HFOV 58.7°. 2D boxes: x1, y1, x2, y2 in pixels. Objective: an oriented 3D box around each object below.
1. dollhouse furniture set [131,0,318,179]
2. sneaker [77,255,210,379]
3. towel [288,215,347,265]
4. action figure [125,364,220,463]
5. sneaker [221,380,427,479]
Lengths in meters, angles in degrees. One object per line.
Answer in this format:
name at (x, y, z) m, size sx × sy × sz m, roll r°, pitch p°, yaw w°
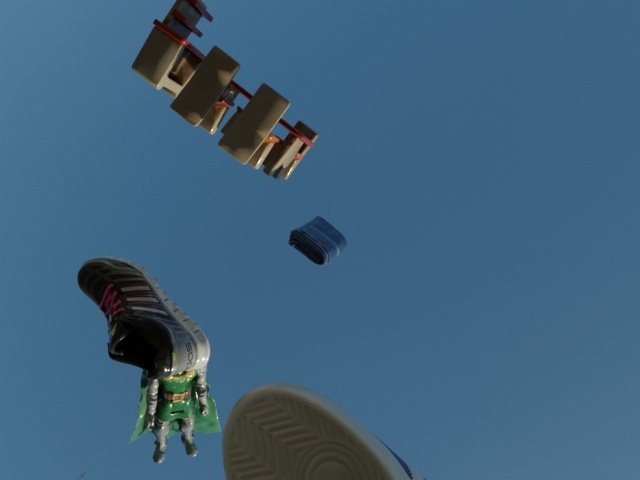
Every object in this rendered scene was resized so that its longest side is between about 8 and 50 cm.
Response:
dollhouse furniture set at (-0.116, -0.211, 0.789) m, size 0.259 × 0.262 × 0.135 m, roll 38°, pitch -84°, yaw 5°
sneaker at (-0.191, 0.077, 0.569) m, size 0.170 × 0.075 × 0.063 m, roll 39°, pitch -66°, yaw 13°
towel at (0.000, 0.000, 0.807) m, size 0.067 × 0.119 × 0.029 m, roll 37°, pitch -73°, yaw 6°
action figure at (-0.194, 0.214, 0.765) m, size 0.063 × 0.137 × 0.232 m, roll -118°, pitch -150°, yaw -44°
sneaker at (0.068, 0.250, 0.481) m, size 0.350 × 0.148 × 0.131 m, roll 41°, pitch -86°, yaw 11°
